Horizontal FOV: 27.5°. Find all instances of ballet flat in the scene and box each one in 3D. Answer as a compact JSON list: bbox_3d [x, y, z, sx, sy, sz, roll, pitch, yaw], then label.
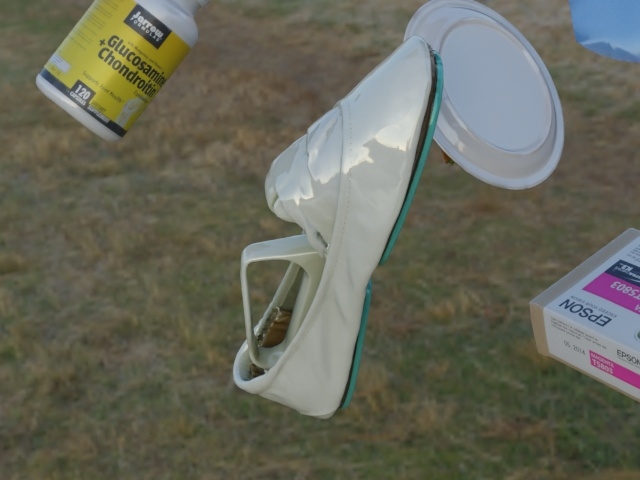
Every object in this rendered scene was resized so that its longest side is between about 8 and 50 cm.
[{"bbox_3d":[0.000,0.000,1.165,0.139,0.400,0.139,10,34,-7],"label":"ballet flat"}]

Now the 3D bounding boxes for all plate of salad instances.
[{"bbox_3d":[0.150,-0.136,1.228,0.200,0.200,0.048,-29,-3,-42],"label":"plate of salad"}]

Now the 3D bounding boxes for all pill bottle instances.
[{"bbox_3d":[-0.186,-0.195,1.280,0.184,0.103,0.103,-52,29,0],"label":"pill bottle"}]

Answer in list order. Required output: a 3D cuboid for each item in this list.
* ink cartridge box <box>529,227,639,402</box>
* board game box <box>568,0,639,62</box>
[{"bbox_3d":[0.405,0.096,1.589,0.193,0.088,0.234,-33,36,-25],"label":"ink cartridge box"},{"bbox_3d":[0.247,-0.216,0.967,0.133,0.169,0.033,-12,-3,27],"label":"board game box"}]
